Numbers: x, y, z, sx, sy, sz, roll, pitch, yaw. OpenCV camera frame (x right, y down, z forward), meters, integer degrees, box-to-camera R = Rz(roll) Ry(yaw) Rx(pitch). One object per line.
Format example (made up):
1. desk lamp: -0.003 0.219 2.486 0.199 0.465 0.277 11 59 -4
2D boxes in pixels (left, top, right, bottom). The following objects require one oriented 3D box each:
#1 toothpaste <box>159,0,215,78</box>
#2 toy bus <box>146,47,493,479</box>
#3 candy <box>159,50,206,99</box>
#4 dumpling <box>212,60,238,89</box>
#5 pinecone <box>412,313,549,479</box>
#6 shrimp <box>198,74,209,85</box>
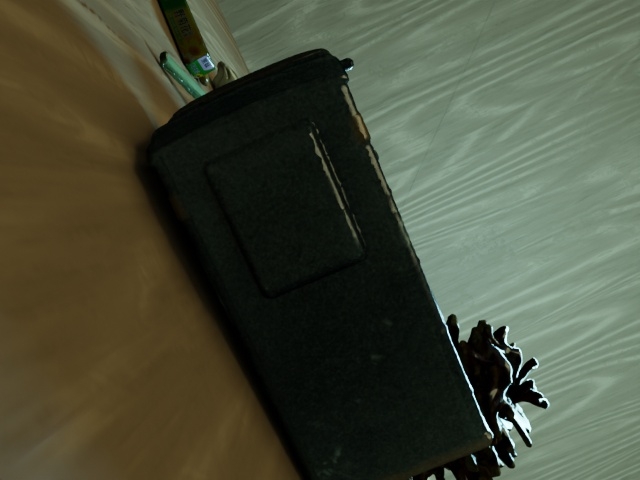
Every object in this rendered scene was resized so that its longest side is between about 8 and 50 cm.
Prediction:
1. toothpaste: -0.196 -0.311 1.037 0.043 0.037 0.178 55 11 -69
2. toy bus: 0.004 0.024 0.588 0.194 0.162 0.323 -96 162 -74
3. candy: -0.106 -0.137 0.924 0.092 0.093 0.335 51 2 30
4. dumpling: -0.164 -0.268 1.262 0.059 0.043 0.077 31 -23 52
5. pinecone: 0.294 0.341 1.580 0.398 0.398 0.397 -25 90 -87
6. shrimp: -0.183 -0.268 1.081 0.059 0.023 0.108 78 -10 -57
